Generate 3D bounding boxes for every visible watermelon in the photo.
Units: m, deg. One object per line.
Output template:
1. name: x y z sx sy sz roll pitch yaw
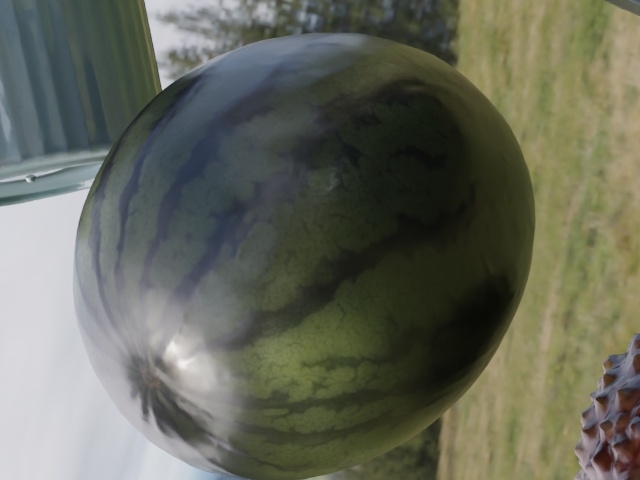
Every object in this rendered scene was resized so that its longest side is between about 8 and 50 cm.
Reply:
1. watermelon: 0.000 0.000 0.834 0.359 0.279 0.279 -35 -36 -53

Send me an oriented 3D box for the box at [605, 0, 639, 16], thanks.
1. box: 0.222 -0.190 0.593 0.111 0.396 0.396 -57 -25 -5

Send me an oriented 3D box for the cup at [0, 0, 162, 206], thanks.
1. cup: -0.295 -0.188 1.013 0.256 0.331 0.311 -15 88 47

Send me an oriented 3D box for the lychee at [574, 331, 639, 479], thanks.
1. lychee: 0.294 0.166 0.865 0.267 0.267 0.267 -168 90 -89
